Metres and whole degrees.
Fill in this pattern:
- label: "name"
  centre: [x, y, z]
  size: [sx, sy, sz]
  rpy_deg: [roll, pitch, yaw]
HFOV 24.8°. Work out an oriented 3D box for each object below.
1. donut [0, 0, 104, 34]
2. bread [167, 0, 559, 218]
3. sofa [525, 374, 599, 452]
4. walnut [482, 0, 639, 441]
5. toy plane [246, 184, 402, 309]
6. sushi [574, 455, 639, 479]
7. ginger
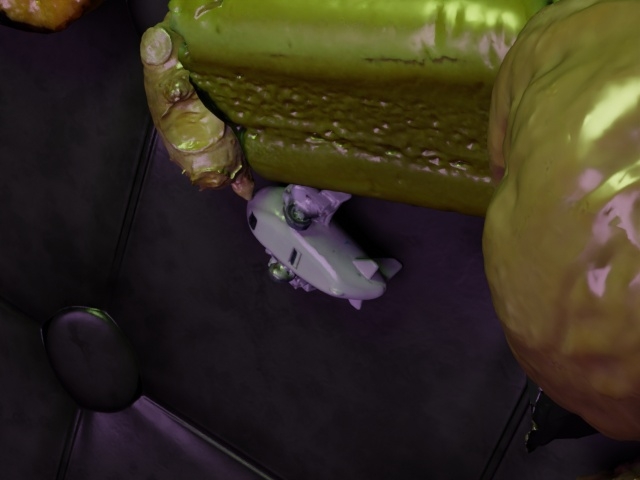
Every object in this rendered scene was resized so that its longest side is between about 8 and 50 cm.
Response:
- label: "donut"
  centre: [-0.313, -0.334, 1.514]
  size: [0.253, 0.118, 0.253]
  rpy_deg: [13, 120, 23]
- label: "bread"
  centre: [0.082, -0.158, 1.290]
  size: [0.377, 0.208, 0.251]
  rpy_deg: [13, 142, 29]
- label: "sofa"
  centre: [0.310, 0.083, 1.333]
  size: [0.258, 0.182, 0.200]
  rpy_deg: [-9, 90, 34]
- label: "walnut"
  centre: [0.280, -0.028, 1.025]
  size: [0.384, 0.383, 0.383]
  rpy_deg: [14, 119, 26]
- label: "toy plane"
  centre: [-0.002, 0.002, 1.510]
  size: [0.174, 0.080, 0.174]
  rpy_deg: [28, 143, 23]
- label: "sushi"
  centre: [0.322, 0.338, 1.383]
  size: [0.171, 0.236, 0.270]
  rpy_deg: [-27, 101, 46]
- label: "ginger"
  centre: [-0.115, -0.133, 1.466]
  size: [0.102, 0.157, 0.216]
  rpy_deg: [-14, 112, 16]
